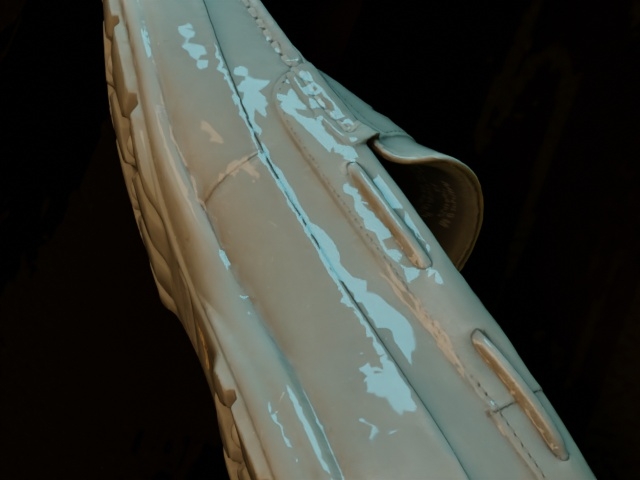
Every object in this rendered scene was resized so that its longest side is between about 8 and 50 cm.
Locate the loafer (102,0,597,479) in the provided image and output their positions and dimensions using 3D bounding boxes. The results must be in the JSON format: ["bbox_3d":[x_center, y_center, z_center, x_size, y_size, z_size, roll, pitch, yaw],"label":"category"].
[{"bbox_3d":[0.000,0.000,0.606,0.111,0.112,0.319,-15,54,-11],"label":"loafer"}]
